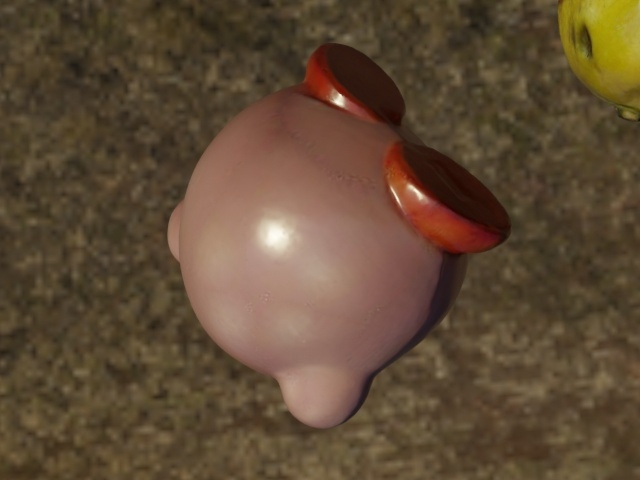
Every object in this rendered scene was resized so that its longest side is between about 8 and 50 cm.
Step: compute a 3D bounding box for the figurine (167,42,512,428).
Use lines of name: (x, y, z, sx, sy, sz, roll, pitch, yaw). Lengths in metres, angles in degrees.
figurine: (0.000, 0.000, 0.978, 0.173, 0.173, 0.173, -3, 160, -1)

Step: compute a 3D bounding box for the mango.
mango: (0.224, -0.184, 1.017, 0.130, 0.262, 0.167, 27, 139, -5)
